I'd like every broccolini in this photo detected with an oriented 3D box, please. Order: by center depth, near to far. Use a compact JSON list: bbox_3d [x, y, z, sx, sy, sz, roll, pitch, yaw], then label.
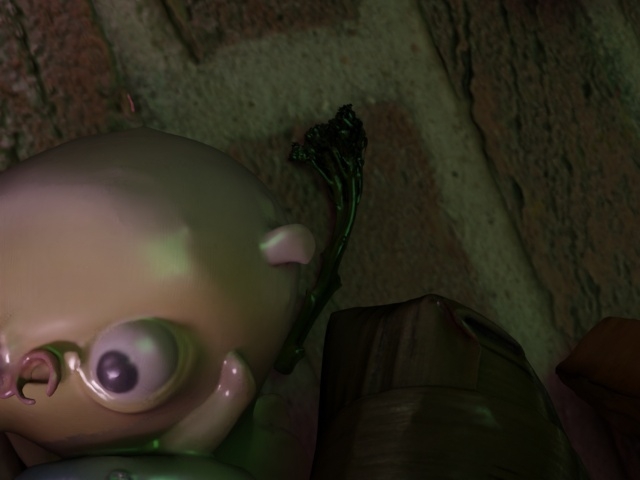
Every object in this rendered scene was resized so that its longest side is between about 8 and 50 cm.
[{"bbox_3d":[0.005,0.002,0.989,0.052,0.054,0.194,29,57,-37],"label":"broccolini"}]

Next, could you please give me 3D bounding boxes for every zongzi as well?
[{"bbox_3d":[0.094,0.213,0.850,0.300,0.138,0.286,49,40,-39],"label":"zongzi"}]

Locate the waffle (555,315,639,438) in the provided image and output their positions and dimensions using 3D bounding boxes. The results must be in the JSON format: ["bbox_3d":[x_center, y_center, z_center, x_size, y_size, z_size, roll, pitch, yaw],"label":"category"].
[{"bbox_3d":[0.321,0.156,0.911,0.304,0.348,0.077,38,82,-11],"label":"waffle"}]

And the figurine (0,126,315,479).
[{"bbox_3d":[-0.081,0.146,0.811,0.274,0.226,0.394,21,61,-52],"label":"figurine"}]
